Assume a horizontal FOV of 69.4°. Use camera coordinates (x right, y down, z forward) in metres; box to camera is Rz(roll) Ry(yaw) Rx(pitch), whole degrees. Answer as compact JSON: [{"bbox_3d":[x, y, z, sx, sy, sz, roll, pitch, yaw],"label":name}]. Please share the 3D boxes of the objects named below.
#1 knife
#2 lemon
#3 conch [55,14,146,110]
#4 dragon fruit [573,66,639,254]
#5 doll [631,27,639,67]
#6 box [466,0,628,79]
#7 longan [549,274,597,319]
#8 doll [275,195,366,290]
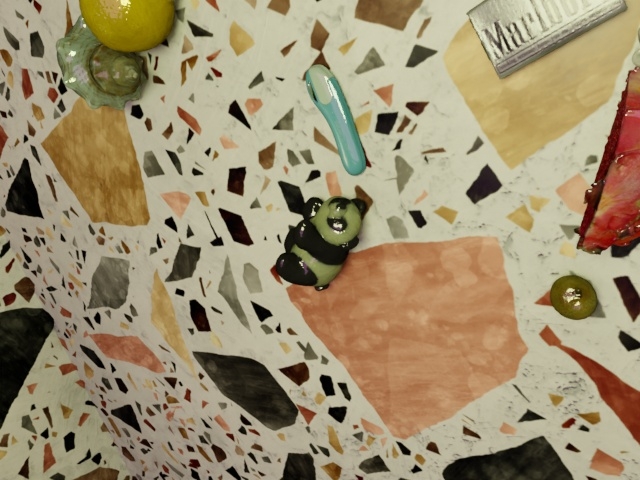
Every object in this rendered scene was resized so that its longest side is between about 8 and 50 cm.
[{"bbox_3d":[0.033,-0.229,0.888,0.064,0.031,0.222,-16,106,33],"label":"knife"},{"bbox_3d":[-0.393,-0.484,0.955,0.203,0.178,0.178,-6,109,12],"label":"lemon"},{"bbox_3d":[-0.544,-0.422,1.087,0.386,0.169,0.203,22,109,23],"label":"conch"},{"bbox_3d":[0.433,-0.080,0.615,0.126,0.161,0.274,19,119,28],"label":"dragon fruit"},{"bbox_3d":[0.492,-0.305,0.509,0.293,0.119,0.138,-43,62,33],"label":"doll"},{"bbox_3d":[0.315,-0.327,0.656,0.177,0.036,0.115,-23,97,38],"label":"box"},{"bbox_3d":[0.416,0.093,0.758,0.075,0.083,0.075,-5,74,16],"label":"longan"},{"bbox_3d":[0.000,0.000,0.957,0.135,0.143,0.234,24,125,-7],"label":"doll"}]
